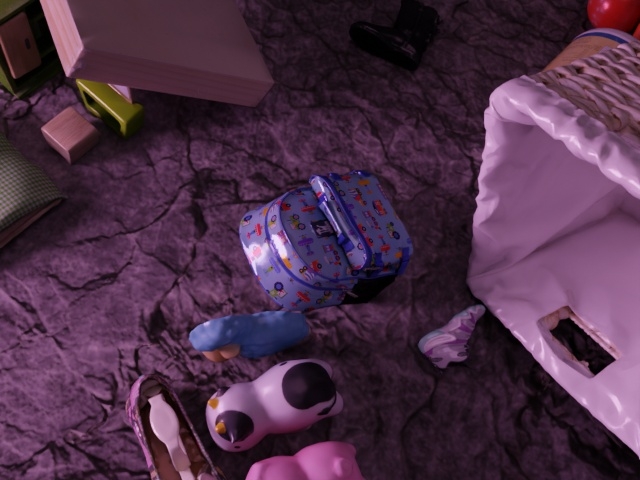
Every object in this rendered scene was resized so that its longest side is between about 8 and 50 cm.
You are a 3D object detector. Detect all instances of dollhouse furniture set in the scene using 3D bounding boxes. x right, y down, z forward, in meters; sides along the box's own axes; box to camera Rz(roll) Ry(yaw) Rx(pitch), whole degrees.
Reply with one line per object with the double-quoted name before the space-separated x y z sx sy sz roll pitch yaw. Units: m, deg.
"dollhouse furniture set" -0.387 -0.140 0.976 0.198 0.151 0.301 41 68 11

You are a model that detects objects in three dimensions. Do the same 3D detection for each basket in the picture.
"basket" 0.368 -0.008 0.883 0.267 0.331 0.328 -27 51 -20

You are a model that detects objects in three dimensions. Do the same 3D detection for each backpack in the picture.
"backpack" 0.000 0.000 0.955 0.173 0.117 0.158 -6 64 -43

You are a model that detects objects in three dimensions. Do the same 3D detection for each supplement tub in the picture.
"supplement tub" 0.346 -0.176 1.095 0.144 0.144 0.200 42 68 11

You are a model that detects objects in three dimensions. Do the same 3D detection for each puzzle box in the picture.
"puzzle box" -0.245 -0.355 1.054 0.272 0.052 0.408 1 54 -42

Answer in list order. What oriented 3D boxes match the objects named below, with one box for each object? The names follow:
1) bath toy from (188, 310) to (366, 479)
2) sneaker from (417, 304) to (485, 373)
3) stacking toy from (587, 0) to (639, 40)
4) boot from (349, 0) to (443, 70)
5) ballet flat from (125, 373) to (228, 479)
"bath toy" -0.032 0.244 0.869 0.151 0.129 0.348 -30 69 17
"sneaker" 0.175 0.127 0.999 0.098 0.038 0.069 -33 76 -10
"stacking toy" 0.541 -0.282 1.188 0.330 0.141 0.141 32 66 14
"boot" 0.112 -0.309 1.177 0.121 0.045 0.099 26 68 -3
"ballet flat" -0.150 0.242 0.879 0.077 0.079 0.221 -26 72 -16
